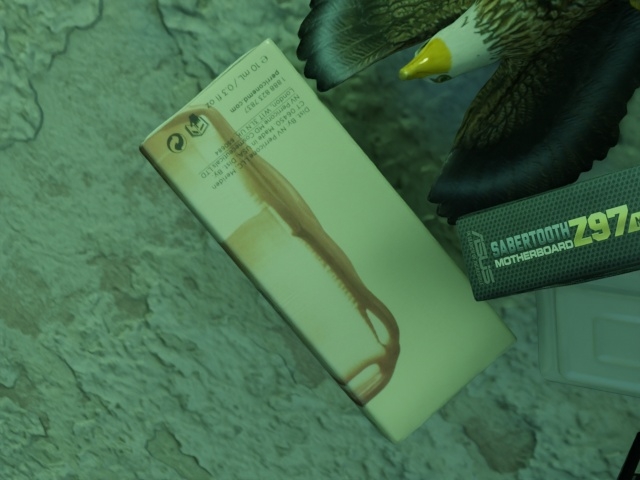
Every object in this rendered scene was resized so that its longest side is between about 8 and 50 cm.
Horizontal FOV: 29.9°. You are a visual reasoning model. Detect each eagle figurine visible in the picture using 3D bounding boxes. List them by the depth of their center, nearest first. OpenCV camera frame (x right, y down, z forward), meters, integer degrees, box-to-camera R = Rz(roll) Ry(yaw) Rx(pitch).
[{"bbox_3d":[0.128,-0.147,0.795,0.298,0.225,0.226,151,121,-71],"label":"eagle figurine"}]

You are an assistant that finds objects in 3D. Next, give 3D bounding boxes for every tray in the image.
[{"bbox_3d":[0.292,0.082,0.924,0.270,0.030,0.145,8,126,28],"label":"tray"}]

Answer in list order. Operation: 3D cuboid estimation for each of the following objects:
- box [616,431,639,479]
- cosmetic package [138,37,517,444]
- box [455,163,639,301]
[{"bbox_3d":[0.276,0.303,0.930,0.103,0.261,0.184,-1,121,33],"label":"box"},{"bbox_3d":[0.000,0.000,0.945,0.296,0.129,0.153,49,175,-6],"label":"cosmetic package"},{"bbox_3d":[0.226,-0.017,0.761,0.183,0.233,0.059,-17,84,40],"label":"box"}]
